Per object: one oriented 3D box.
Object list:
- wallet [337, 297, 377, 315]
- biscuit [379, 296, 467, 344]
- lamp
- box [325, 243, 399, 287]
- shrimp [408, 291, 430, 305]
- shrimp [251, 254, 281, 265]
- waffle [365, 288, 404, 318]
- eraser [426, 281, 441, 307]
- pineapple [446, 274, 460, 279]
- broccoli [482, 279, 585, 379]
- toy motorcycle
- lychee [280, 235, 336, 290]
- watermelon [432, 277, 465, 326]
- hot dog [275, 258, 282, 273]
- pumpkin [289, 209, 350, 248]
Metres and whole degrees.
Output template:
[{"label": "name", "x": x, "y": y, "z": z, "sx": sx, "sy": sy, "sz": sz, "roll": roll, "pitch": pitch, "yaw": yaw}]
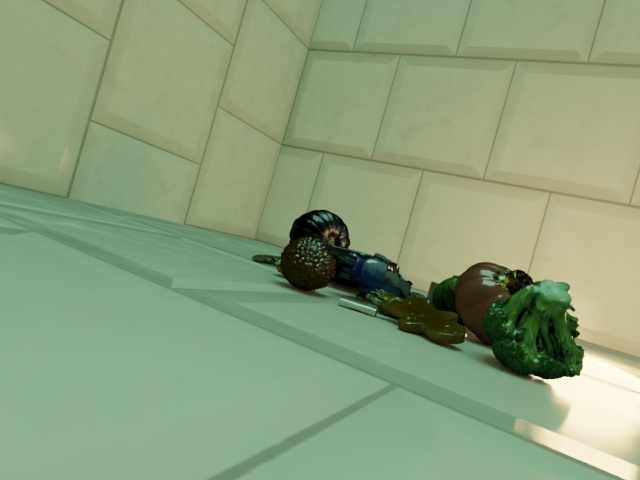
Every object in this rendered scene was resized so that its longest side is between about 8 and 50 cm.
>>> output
[{"label": "wallet", "x": 0.118, "y": 0.207, "z": 1.381, "sx": 0.122, "sy": 0.025, "sz": 0.061, "roll": 16, "pitch": -7, "yaw": 15}, {"label": "biscuit", "x": 0.302, "y": 0.233, "z": 1.285, "sx": 0.196, "sy": 0.049, "sz": 0.301, "roll": -6, "pitch": 13, "yaw": -22}, {"label": "lamp", "x": 0.600, "y": 0.204, "z": 1.484, "sx": 0.305, "sy": 0.306, "sz": 0.240, "roll": 16, "pitch": -44, "yaw": -27}, {"label": "box", "x": 0.175, "y": 0.138, "z": 2.004, "sx": 0.349, "sy": 0.091, "sz": 0.359, "roll": 15, "pitch": -21, "yaw": 9}, {"label": "shrimp", "x": 0.449, "y": 0.279, "z": 2.097, "sx": 0.190, "sy": 0.073, "sz": 0.075, "roll": 31, "pitch": -31, "yaw": 52}, {"label": "shrimp", "x": -0.188, "y": 0.108, "z": 2.084, "sx": 0.295, "sy": 0.058, "sz": 0.169, "roll": 12, "pitch": 6, "yaw": 19}, {"label": "waffle", "x": 0.266, "y": 0.232, "z": 1.524, "sx": 0.204, "sy": 0.054, "sz": 0.223, "roll": 30, "pitch": 10, "yaw": 40}, {"label": "eraser", "x": 0.657, "y": 0.298, "z": 2.184, "sx": 0.343, "sy": 0.144, "sz": 0.078, "roll": 15, "pitch": 2, "yaw": -37}, {"label": "pineapple", "x": 0.628, "y": 0.263, "z": 1.947, "sx": 0.201, "sy": 0.202, "sz": 0.362, "roll": 16, "pitch": -4, "yaw": 25}, {"label": "broccoli", "x": 0.549, "y": 0.226, "z": 1.130, "sx": 0.294, "sy": 0.246, "sz": 0.265, "roll": -10, "pitch": 32, "yaw": -26}, {"label": "toy motorcycle", "x": 0.231, "y": 0.130, "z": 1.702, "sx": 0.240, "sy": 0.182, "sz": 0.319, "roll": -16, "pitch": -33, "yaw": 33}, {"label": "lychee", "x": -0.041, "y": 0.078, "z": 1.516, "sx": 0.200, "sy": 0.200, "sz": 0.238, "roll": 16, "pitch": 12, "yaw": 9}, {"label": "watermelon", "x": 0.531, "y": 0.249, "z": 1.703, "sx": 0.187, "sy": 0.215, "sz": 0.188, "roll": -24, "pitch": 5, "yaw": 2}, {"label": "hot dog", "x": -0.113, "y": 0.121, "z": 1.805, "sx": 0.092, "sy": 0.062, "sz": 0.235, "roll": 33, "pitch": 2, "yaw": 25}, {"label": "pumpkin", "x": 0.000, "y": 0.000, "z": 2.529, "sx": 0.363, "sy": 0.364, "sz": 0.266, "roll": 16, "pitch": -6, "yaw": -30}]
